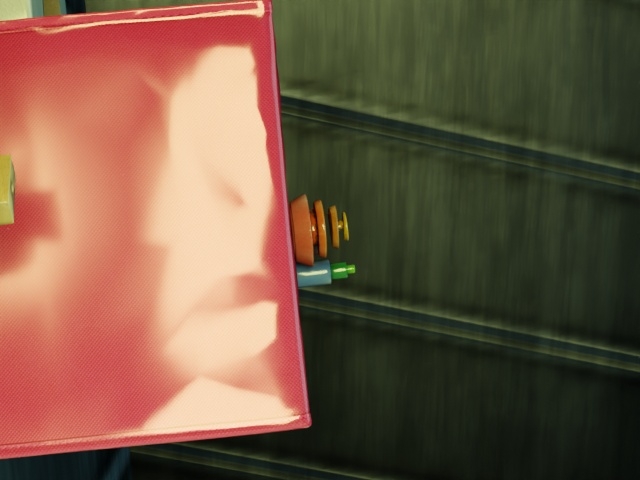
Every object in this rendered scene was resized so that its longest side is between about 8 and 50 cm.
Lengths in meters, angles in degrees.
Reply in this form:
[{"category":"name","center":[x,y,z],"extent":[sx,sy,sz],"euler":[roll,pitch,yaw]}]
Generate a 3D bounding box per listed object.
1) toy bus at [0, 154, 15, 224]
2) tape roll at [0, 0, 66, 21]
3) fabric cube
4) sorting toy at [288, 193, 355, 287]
[{"category":"toy bus","center":[-0.203,-0.026,0.780],"extent":[0.202,0.104,0.190],"euler":[-153,-121,-86]},{"category":"tape roll","center":[-0.286,-0.188,1.520],"extent":[0.392,0.072,0.391],"euler":[175,-90,-87]},{"category":"fabric cube","center":[-0.148,-0.002,1.053],"extent":[0.259,0.254,0.258],"euler":[155,-71,-86]},{"category":"sorting toy","center":[0.000,0.000,1.086],"extent":[0.102,0.042,0.061],"euler":[138,-54,-85]}]
